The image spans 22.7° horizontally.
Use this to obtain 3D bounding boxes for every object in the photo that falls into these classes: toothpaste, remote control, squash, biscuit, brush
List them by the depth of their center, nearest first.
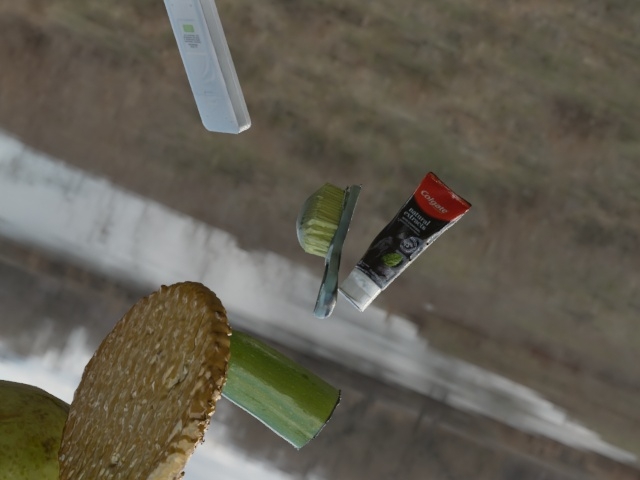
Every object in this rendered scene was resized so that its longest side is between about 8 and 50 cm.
[{"bbox_3d":[-0.168,0.154,1.530,0.035,0.254,0.254,30,173,-32],"label":"biscuit"},{"bbox_3d":[0.000,0.000,1.658,0.060,0.068,0.297,19,-159,-2],"label":"brush"},{"bbox_3d":[-0.075,0.170,1.970,0.188,0.095,0.095,36,175,-5],"label":"squash"},{"bbox_3d":[0.098,0.003,1.994,0.071,0.193,0.045,42,175,16],"label":"toothpaste"},{"bbox_3d":[-0.182,-0.291,2.550,0.103,0.034,0.250,9,124,49],"label":"remote control"}]

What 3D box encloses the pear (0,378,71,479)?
[{"bbox_3d":[-0.355,0.291,1.711,0.304,0.304,0.304,23,176,2],"label":"pear"}]
